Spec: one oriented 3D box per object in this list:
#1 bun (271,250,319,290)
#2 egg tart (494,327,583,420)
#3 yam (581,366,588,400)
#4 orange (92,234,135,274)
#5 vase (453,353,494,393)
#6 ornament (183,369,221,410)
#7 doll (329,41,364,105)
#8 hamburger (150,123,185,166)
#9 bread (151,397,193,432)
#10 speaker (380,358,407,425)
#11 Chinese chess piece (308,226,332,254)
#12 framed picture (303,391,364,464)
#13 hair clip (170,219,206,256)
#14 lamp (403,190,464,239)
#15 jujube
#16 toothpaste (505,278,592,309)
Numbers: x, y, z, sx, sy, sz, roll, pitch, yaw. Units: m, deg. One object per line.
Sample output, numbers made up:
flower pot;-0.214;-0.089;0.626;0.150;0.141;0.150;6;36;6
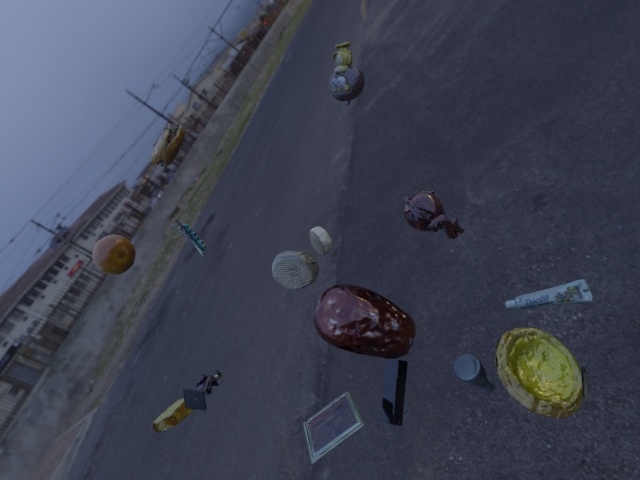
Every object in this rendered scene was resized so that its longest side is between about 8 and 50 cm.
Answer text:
bun;-0.086;0.098;1.551;0.113;0.173;0.167;-66;-11;-56
egg tart;0.783;0.490;1.543;0.132;0.345;0.345;106;178;-47
yam;0.770;0.415;1.230;0.014;0.014;0.107;-33;24;45
orange;-0.790;0.054;1.608;0.134;0.155;0.155;1;55;34
vase;0.513;0.447;1.385;0.086;0.214;0.086;-22;48;26
ornament;-0.415;0.538;1.570;0.203;0.081;0.088;-35;-53;-68
doll;0.075;-0.556;1.418;0.096;0.188;0.145;-24;0;-39
hamburger;-0.289;-0.182;0.803;0.083;0.044;0.076;-53;29;30
bread;-0.589;0.700;1.696;0.103;0.065;0.187;-22;0;12
speaker;0.265;0.539;1.507;0.082;0.044;0.218;152;130;-63
Chinese chess piece;0.000;0.000;1.768;0.051;0.122;0.122;-30;12;-22
framed picture;0.036;0.645;1.486;0.216;0.016;0.273;-35;7;-6
hair clip;-0.462;-0.015;1.508;0.049;0.173;0.049;-46;-7;-7
lamp;0.421;-0.091;1.639;0.151;0.215;0.223;-44;57;29
jujube;0.137;0.261;1.343;0.223;0.317;0.223;20;-90;-85
toothpaste;0.703;0.179;1.319;0.255;0.067;0.037;-23;-6;43
